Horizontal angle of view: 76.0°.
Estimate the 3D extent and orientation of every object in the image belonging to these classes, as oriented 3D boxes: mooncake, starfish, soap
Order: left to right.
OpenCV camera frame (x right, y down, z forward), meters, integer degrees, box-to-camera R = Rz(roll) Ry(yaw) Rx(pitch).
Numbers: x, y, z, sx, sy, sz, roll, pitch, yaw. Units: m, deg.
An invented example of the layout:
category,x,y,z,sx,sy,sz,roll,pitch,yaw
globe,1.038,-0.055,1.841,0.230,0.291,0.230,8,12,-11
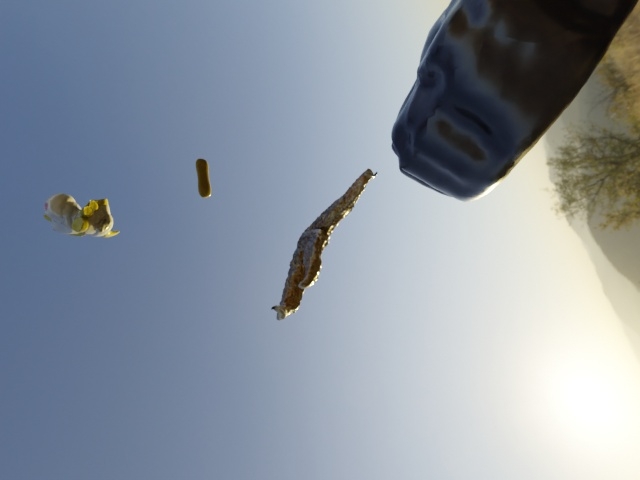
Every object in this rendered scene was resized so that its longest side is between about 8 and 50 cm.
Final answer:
category,x,y,z,sx,sy,sz,roll,pitch,yaw
soap,-0.266,-0.142,0.932,0.034,0.012,0.089,-13,-80,-48
starfish,-0.004,-0.003,0.703,0.060,0.299,0.302,31,-102,0
mooncake,0.172,-0.181,0.423,0.141,0.283,0.283,30,-148,6

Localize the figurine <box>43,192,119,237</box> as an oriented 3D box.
category,x,y,z,sx,sy,sz,roll,pitch,yaw
figurine,-0.582,-0.049,0.972,0.129,0.178,0.109,93,-175,-55
